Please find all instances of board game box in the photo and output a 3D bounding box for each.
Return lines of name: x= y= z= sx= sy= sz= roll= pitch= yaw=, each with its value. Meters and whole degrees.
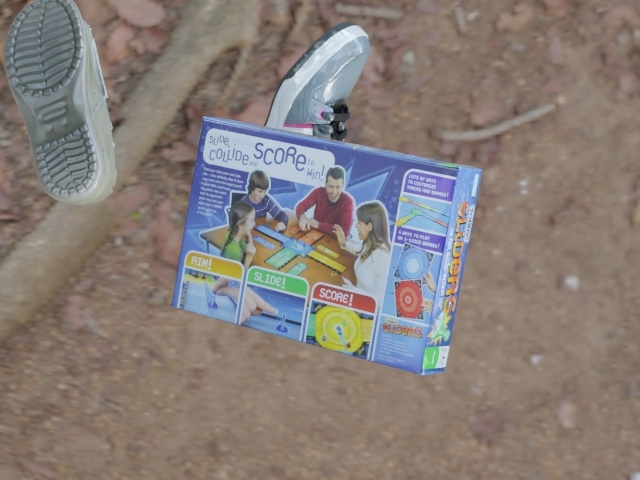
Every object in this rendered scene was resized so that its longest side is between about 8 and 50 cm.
board game box: x=0.000 y=0.000 z=1.114 sx=0.035 sy=0.201 sz=0.136 roll=0 pitch=102 yaw=-59

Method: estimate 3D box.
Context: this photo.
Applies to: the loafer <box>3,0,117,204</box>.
loafer: x=-0.290 y=-0.152 z=1.893 sx=0.102 sy=0.092 sz=0.269 roll=-14 pitch=66 yaw=7

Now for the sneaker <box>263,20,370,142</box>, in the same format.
sneaker: x=0.012 y=-0.075 z=1.832 sx=0.124 sy=0.178 sz=0.295 roll=-16 pitch=141 yaw=-59
